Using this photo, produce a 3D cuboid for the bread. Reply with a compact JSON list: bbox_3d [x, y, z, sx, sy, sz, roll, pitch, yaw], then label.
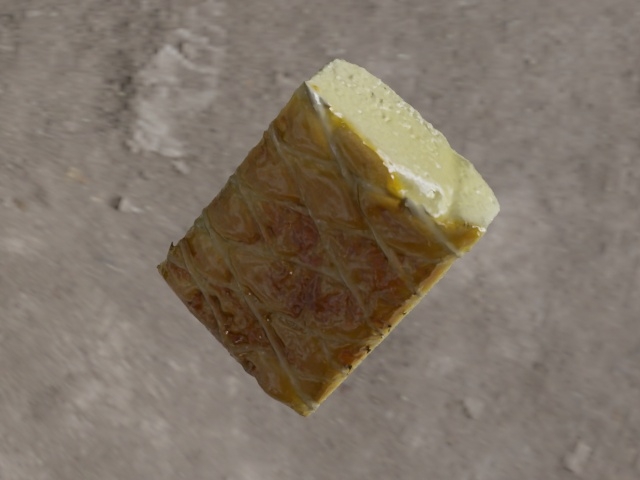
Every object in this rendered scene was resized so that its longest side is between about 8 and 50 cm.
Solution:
[{"bbox_3d":[0.000,-0.001,1.070,0.125,0.188,0.068,42,42,1],"label":"bread"}]
